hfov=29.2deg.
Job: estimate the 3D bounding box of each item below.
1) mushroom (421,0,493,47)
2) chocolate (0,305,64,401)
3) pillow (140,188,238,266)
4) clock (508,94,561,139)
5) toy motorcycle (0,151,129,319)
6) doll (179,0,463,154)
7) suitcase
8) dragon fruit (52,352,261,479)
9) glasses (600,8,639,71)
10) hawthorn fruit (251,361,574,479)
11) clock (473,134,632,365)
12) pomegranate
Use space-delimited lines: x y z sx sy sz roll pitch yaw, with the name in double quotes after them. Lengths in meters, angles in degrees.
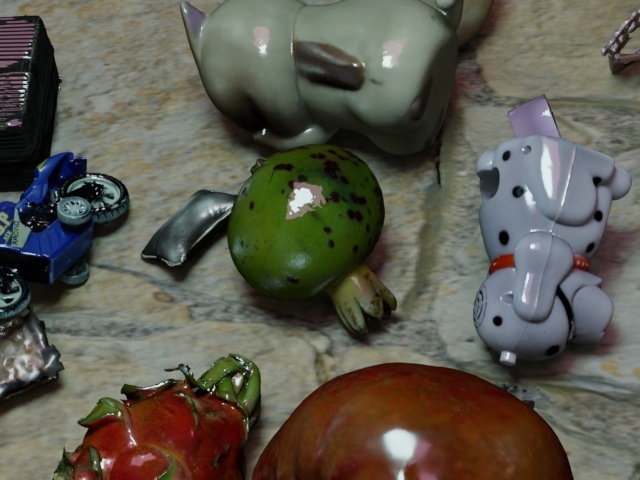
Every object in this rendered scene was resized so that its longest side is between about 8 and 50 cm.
0.135 -0.365 1.736 0.207 0.207 0.215 -36 24 -19 "mushroom"
-0.466 0.187 1.449 0.329 0.065 0.102 -23 64 -11 "chocolate"
-0.165 -0.018 1.574 0.091 0.055 0.136 32 61 29 "pillow"
0.281 -0.114 1.545 0.050 0.153 0.110 -20 77 13 "clock"
-0.371 -0.014 1.541 0.169 0.113 0.315 22 40 14 "toy motorcycle"
0.013 -0.223 1.608 0.370 0.215 0.226 -3 87 17 "doll"
-0.535 -0.184 1.679 0.335 0.152 0.229 -4 54 3 "suitcase"
-0.171 0.216 1.315 0.200 0.198 0.269 32 55 -24 "dragon fruit"
0.480 -0.283 1.633 0.255 0.162 0.095 -31 60 -15 "glasses"
0.101 0.269 1.204 0.308 0.325 0.308 -19 62 40 "hawthorn fruit"
0.255 0.028 1.435 0.189 0.189 0.254 6 67 11 "clock"
0.000 0.000 1.479 0.202 0.202 0.248 -37 88 -20 "pomegranate"
